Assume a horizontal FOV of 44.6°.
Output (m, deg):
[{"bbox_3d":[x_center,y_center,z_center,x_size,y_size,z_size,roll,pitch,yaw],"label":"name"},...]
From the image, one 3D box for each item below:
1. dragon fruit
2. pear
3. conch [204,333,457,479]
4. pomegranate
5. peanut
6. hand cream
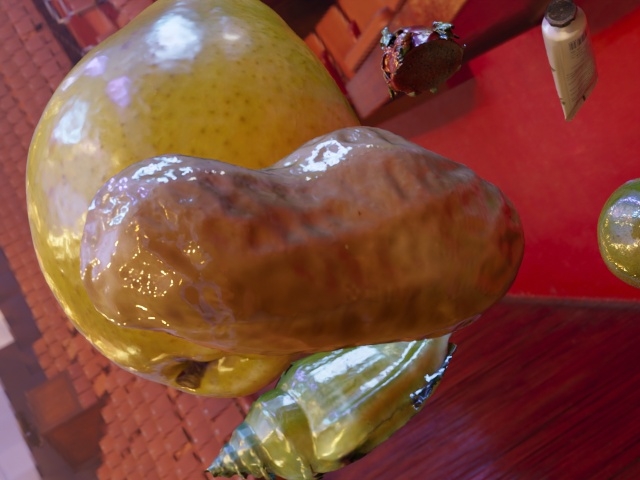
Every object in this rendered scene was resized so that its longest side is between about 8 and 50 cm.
[{"bbox_3d":[0.144,-0.292,1.240,0.138,0.142,0.175,27,-166,-41],"label":"dragon fruit"},{"bbox_3d":[-0.117,-0.050,0.815,0.362,0.363,0.418,88,175,-65],"label":"pear"},{"bbox_3d":[0.015,0.114,0.539,0.079,0.201,0.095,55,-175,-21],"label":"conch"},{"bbox_3d":[0.428,-0.030,0.972,0.179,0.179,0.210,96,158,-70],"label":"pomegranate"},{"bbox_3d":[0.000,0.000,0.371,0.095,0.226,0.108,-1,93,61],"label":"peanut"},{"bbox_3d":[0.324,-0.232,1.002,0.050,0.080,0.234,35,179,30],"label":"hand cream"}]
